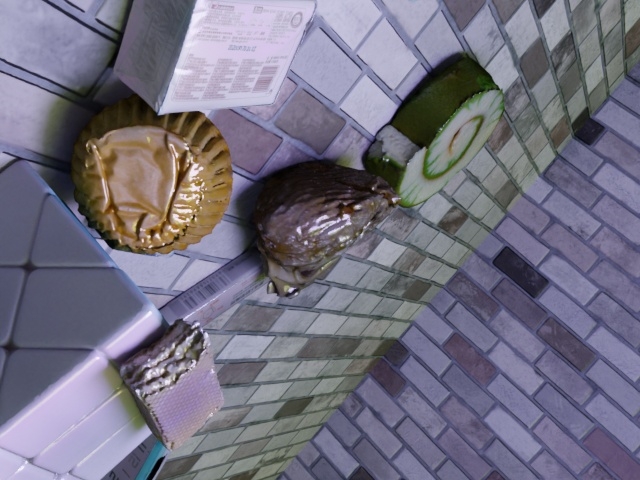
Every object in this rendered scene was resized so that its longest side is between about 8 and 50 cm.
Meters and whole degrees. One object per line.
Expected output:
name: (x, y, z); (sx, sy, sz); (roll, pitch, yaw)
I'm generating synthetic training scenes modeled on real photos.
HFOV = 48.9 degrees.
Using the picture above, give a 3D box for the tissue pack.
tissue pack: (-0.139, -0.282, 0.955); (0.225, 0.124, 0.185); (-17, 142, -49)

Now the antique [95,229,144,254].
antique: (-0.262, -0.088, 1.111); (0.221, 0.081, 0.080); (-51, 157, 10)

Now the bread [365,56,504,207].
bread: (0.270, -0.250, 1.685); (0.382, 0.129, 0.366); (-28, 153, -34)

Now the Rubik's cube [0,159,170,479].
Rubik's cube: (-0.394, 0.148, 0.971); (0.319, 0.322, 0.316); (-41, 155, -15)

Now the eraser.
eraser: (-0.218, 0.113, 1.529); (0.352, 0.061, 0.089); (-35, 153, -26)

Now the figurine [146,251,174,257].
figurine: (-0.279, -0.024, 1.214); (0.114, 0.079, 0.114); (-6, 97, -52)

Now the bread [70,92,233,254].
bread: (-0.235, -0.082, 0.986); (0.240, 0.240, 0.139); (-53, -160, 14)

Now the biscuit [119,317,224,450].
biscuit: (-0.186, 0.192, 0.917); (0.108, 0.062, 0.239); (-39, 157, -24)

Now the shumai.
shumai: (0.000, 0.003, 1.452); (0.346, 0.217, 0.283); (-17, 127, -47)

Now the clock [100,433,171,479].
clock: (-0.399, 0.389, 1.457); (0.116, 0.231, 0.262); (-16, 142, -56)
